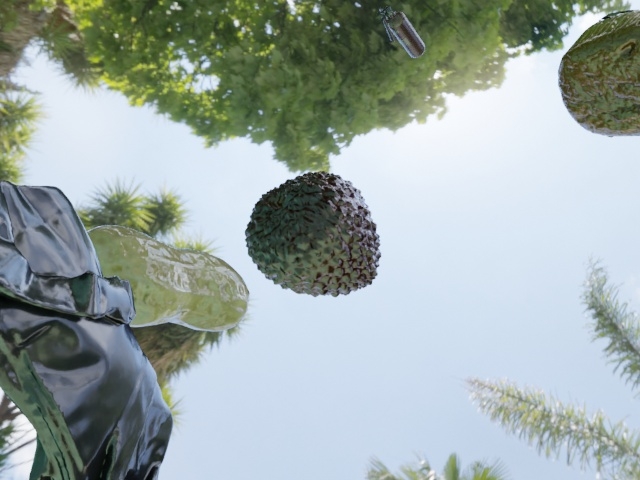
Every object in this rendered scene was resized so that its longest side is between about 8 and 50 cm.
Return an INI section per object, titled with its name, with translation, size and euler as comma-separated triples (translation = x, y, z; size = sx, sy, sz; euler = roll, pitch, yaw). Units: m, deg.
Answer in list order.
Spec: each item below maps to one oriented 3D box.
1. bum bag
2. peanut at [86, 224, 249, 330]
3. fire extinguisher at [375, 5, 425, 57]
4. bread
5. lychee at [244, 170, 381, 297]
[bum bag]
translation = -0.158, 0.082, 0.330
size = 0.060, 0.123, 0.248
euler = -1, -64, 12
[peanut]
translation = -0.197, 0.061, 0.647
size = 0.124, 0.257, 0.123
euler = -23, -124, 40
[fire extinguisher]
translation = 0.101, -0.284, 0.667
size = 0.032, 0.100, 0.046
euler = -39, -127, 19
[bread]
translation = 0.571, -0.295, 0.901
size = 0.227, 0.142, 0.253
euler = 58, -16, -25
[lychee]
translation = 0.000, 0.000, 0.963
size = 0.271, 0.271, 0.271
euler = 8, -75, 29
